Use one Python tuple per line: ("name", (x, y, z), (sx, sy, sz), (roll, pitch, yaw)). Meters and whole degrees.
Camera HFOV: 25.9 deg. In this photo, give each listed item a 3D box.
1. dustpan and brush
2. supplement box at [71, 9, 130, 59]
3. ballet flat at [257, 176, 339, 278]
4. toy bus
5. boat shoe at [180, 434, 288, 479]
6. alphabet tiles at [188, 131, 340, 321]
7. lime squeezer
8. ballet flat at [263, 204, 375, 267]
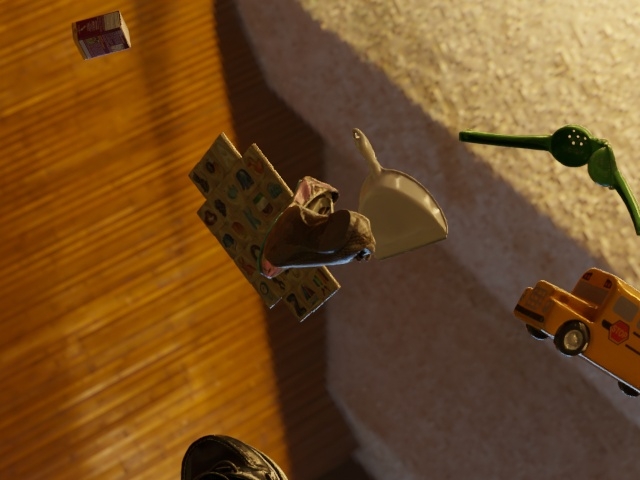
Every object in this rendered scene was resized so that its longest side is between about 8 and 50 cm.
("dustpan and brush", (0.101, -0.081, 2.214), (0.147, 0.060, 0.211), (-19, -63, 33))
("supplement box", (-0.361, -0.338, 2.292), (0.055, 0.083, 0.043), (72, 5, -58))
("ballet flat", (-0.023, -0.022, 2.057), (0.079, 0.221, 0.077), (7, -54, 17))
("toy bus", (0.440, 0.146, 1.970), (0.332, 0.130, 0.108), (32, 0, -19))
("boat shoe", (-0.104, 0.315, 1.606), (0.113, 0.127, 0.340), (49, 7, -35))
("alphabet tiles", (-0.104, -0.020, 2.479), (0.342, 0.011, 0.285), (52, -34, 5))
("lime squeezer", (0.311, -0.096, 1.681), (0.310, 0.110, 0.059), (36, -55, 45))
("ballet flat", (0.000, 0.000, 1.660), (0.058, 0.084, 0.250), (25, -12, -23))
